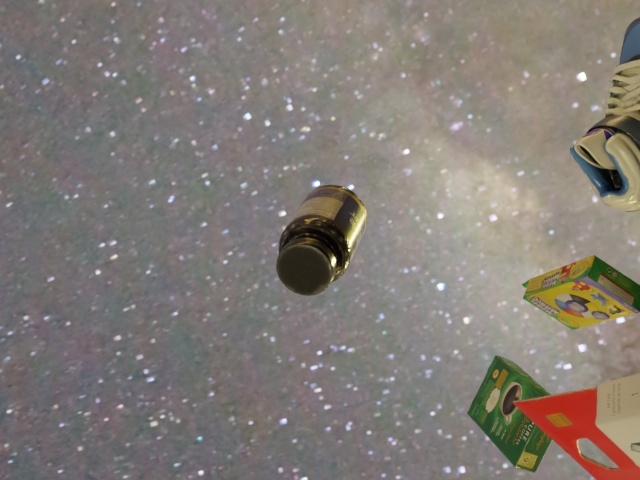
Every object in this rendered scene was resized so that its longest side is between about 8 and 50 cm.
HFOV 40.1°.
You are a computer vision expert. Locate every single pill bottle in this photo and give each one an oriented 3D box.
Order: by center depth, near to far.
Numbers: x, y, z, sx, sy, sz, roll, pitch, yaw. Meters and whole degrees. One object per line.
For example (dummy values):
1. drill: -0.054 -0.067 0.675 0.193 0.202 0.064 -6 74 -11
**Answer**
1. pill bottle: 0.000 0.000 1.466 0.123 0.123 0.219 56 -154 -15

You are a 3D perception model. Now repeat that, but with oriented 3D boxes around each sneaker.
1. sneaker: 0.501 -0.208 1.419 0.236 0.130 0.323 -11 -87 -34

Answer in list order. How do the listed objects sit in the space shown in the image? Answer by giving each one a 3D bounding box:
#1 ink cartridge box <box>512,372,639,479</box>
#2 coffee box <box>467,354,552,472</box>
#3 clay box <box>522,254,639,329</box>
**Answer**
1. ink cartridge box: 0.431 0.278 1.107 0.296 0.261 0.066 42 -135 -26
2. coffee box: 0.297 0.262 1.342 0.040 0.184 0.113 22 -83 -18
3. clay box: 0.477 0.104 1.624 0.127 0.222 0.053 32 -116 -11
